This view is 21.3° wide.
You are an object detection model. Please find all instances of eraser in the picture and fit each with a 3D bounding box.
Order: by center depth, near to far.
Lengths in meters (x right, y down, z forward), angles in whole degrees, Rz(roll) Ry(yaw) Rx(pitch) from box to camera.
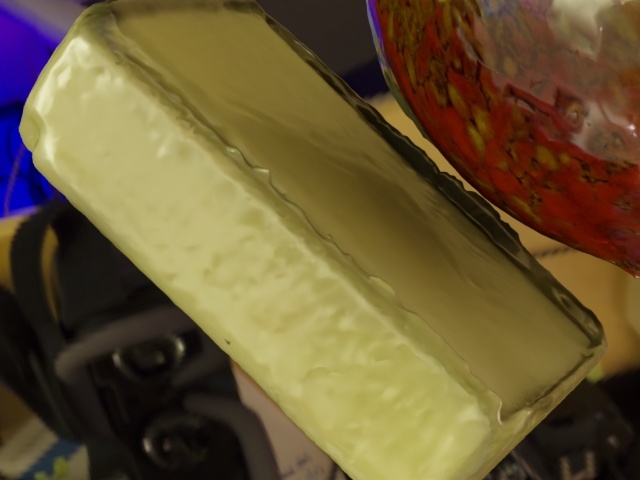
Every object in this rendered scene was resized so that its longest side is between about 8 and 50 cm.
[{"bbox_3d":[0.000,0.000,0.520,0.172,0.117,0.058,44,112,10],"label":"eraser"}]

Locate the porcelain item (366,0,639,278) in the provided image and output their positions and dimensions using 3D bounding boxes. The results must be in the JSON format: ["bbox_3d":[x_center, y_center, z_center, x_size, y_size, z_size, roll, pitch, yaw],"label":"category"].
[{"bbox_3d":[0.145,-0.091,0.524,0.253,0.253,0.253,-6,116,-13],"label":"porcelain item"}]
